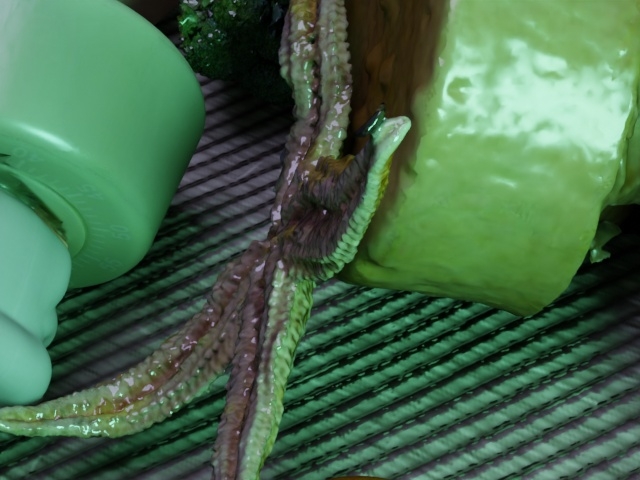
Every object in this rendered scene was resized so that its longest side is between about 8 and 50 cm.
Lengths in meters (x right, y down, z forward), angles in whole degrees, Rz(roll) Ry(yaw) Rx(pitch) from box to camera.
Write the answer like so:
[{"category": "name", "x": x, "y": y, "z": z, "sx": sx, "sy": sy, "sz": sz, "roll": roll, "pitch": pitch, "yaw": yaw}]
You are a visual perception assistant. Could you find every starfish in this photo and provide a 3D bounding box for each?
[{"category": "starfish", "x": -0.051, "y": 0.000, "z": 1.205, "sx": 0.398, "sy": 0.132, "sz": 0.384, "roll": -53, "pitch": 16, "yaw": 5}]

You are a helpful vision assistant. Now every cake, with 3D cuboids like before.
[{"category": "cake", "x": 0.181, "y": -0.098, "z": 1.295, "sx": 0.321, "sy": 0.332, "sz": 0.332, "roll": 9, "pitch": 42, "yaw": -13}]

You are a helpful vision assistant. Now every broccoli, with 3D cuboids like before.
[{"category": "broccoli", "x": -0.018, "y": -0.241, "z": 1.498, "sx": 0.270, "sy": 0.270, "sz": 0.270, "roll": -38, "pitch": 7, "yaw": 6}]

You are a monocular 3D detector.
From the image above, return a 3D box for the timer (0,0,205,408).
[{"category": "timer", "x": -0.251, "y": 0.004, "z": 1.327, "sx": 0.290, "sy": 0.291, "sz": 0.315, "roll": 2, "pitch": 61, "yaw": 15}]

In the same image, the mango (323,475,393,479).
[{"category": "mango", "x": -0.009, "y": 0.250, "z": 1.079, "sx": 0.175, "sy": 0.139, "sz": 0.254, "roll": 23, "pitch": 61, "yaw": 44}]

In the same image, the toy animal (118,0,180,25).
[{"category": "toy animal", "x": -0.243, "y": -0.278, "z": 1.627, "sx": 0.256, "sy": 0.195, "sz": 0.213, "roll": 40, "pitch": 104, "yaw": 29}]
